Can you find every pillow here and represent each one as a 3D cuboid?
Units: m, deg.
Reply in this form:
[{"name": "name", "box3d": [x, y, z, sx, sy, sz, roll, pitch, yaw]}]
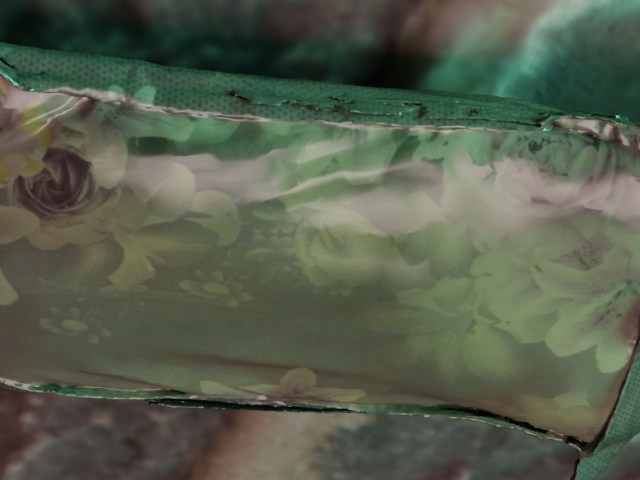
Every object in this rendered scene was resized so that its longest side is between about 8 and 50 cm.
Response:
[{"name": "pillow", "box3d": [0.000, 0.000, 0.564, 0.255, 0.059, 0.169, 7, 134, -4]}]
